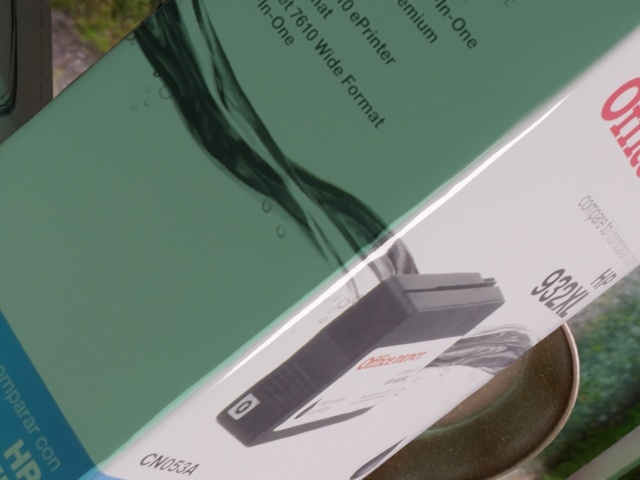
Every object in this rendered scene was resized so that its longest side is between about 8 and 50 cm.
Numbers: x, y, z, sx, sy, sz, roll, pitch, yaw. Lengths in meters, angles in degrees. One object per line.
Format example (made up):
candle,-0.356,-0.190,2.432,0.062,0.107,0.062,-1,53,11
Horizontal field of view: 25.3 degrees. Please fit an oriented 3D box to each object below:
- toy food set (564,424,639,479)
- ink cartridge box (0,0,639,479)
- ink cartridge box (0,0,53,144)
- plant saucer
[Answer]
toy food set,0.291,0.184,0.845,0.306,0.092,0.220,28,126,-26
ink cartridge box,0.000,0.000,0.563,0.307,0.129,0.223,-39,156,9
ink cartridge box,-0.217,-0.103,0.533,0.198,0.114,0.273,-4,163,-3
plant saucer,0.043,0.065,0.793,0.199,0.036,0.198,3,128,4
